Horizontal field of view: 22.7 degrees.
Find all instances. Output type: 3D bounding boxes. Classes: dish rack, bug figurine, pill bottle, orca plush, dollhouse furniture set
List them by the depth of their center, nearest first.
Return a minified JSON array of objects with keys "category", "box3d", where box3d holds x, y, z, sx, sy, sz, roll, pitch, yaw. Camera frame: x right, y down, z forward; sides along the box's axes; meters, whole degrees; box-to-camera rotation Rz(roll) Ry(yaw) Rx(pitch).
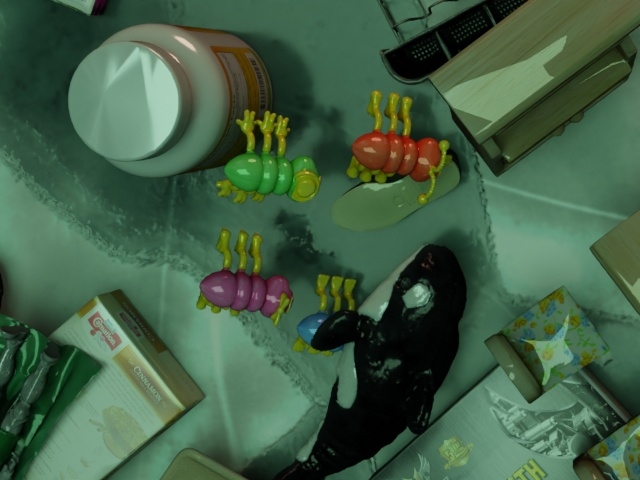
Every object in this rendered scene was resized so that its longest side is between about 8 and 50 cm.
[{"category":"dollhouse furniture set","box3d":[0.284,-0.013,1.329,0.362,0.256,0.394,-37,81,4]},{"category":"pill bottle","box3d":[-0.137,-0.127,1.446,0.136,0.245,0.136,1,96,13]},{"category":"bug figurine","box3d":[0.000,0.000,1.461,0.216,0.072,0.279,6,116,-20]},{"category":"dish rack","box3d":[0.107,-0.302,1.462,0.208,0.074,0.271,-27,89,13]},{"category":"orca plush","box3d":[0.054,0.144,1.471,0.151,0.102,0.287,33,106,-38]}]

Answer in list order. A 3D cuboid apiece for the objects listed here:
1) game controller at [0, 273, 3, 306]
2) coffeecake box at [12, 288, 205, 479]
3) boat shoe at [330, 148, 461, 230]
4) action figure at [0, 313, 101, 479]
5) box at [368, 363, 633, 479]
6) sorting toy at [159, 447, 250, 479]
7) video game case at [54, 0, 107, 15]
[{"category":"game controller","box3d":[-0.426,0.146,1.634,0.166,0.067,0.319,17,99,11]},{"category":"coffeecake box","box3d":[-0.233,0.162,1.590,0.185,0.068,0.142,-40,85,14]},{"category":"boat shoe","box3d":[0.072,-0.048,1.515,0.133,0.042,0.049,-25,110,16]},{"category":"action figure","box3d":[-0.322,0.194,1.550,0.137,0.063,0.232,28,104,8]},{"category":"box","box3d":[0.188,0.220,1.507,0.231,0.056,0.183,-43,86,13]},{"category":"sorting toy","box3d":[-0.105,0.319,1.572,0.193,0.038,0.208,32,107,-13]},{"category":"video game case","box3d":[-0.273,-0.363,1.557,0.210,0.042,0.232,22,100,10]}]
